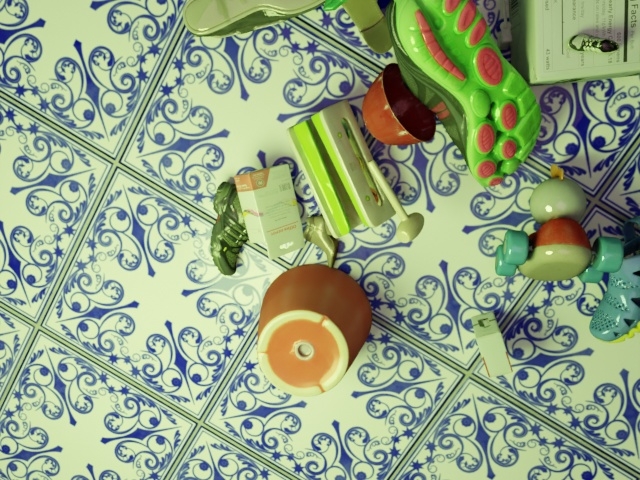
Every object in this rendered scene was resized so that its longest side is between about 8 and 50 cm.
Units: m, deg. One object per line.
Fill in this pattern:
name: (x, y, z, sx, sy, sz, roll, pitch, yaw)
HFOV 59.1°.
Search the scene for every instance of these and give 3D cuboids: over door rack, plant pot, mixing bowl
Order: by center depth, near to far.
over door rack: (0.264, -0.541, 1.148, 0.240, 0.108, 0.324, -5, 102, 9)
mixing bowl: (0.154, -0.272, 1.203, 0.098, 0.181, 0.181, -26, 99, 40)
plant pot: (-0.023, 0.209, 1.278, 0.275, 0.243, 0.275, 1, 102, 6)

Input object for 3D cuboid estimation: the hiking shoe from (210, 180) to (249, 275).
hiking shoe: (-0.193, -0.023, 1.327, 0.114, 0.086, 0.226, 5, 102, 9)

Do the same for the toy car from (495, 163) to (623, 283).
toy car: (0.504, -0.043, 1.215, 0.219, 0.210, 0.238, 5, 75, 10)

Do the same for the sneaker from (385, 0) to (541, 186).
sneaker: (0.287, -0.307, 1.130, 0.185, 0.202, 0.483, -36, 125, 4)

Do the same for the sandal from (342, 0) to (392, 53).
sandal: (0.085, -0.514, 1.194, 0.088, 0.079, 0.240, -24, 116, 15)

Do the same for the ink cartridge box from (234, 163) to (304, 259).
ink cartridge box: (-0.113, -0.065, 1.288, 0.067, 0.115, 0.198, 0, 105, 49)

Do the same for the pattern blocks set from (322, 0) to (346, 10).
pattern blocks set: (0.005, -0.618, 1.100, 0.285, 0.026, 0.324, -20, 89, 24)

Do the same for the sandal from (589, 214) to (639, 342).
sandal: (0.667, 0.071, 1.219, 0.138, 0.126, 0.317, 26, 95, -14)

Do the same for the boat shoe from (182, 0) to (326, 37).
boat shoe: (-0.132, -0.518, 1.219, 0.335, 0.095, 0.112, -14, 101, 4)

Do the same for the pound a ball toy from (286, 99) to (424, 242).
pound a ball toy: (0.092, -0.144, 1.224, 0.208, 0.136, 0.319, -17, 102, 46)

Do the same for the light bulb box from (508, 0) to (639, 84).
light bulb box: (0.559, -0.490, 1.062, 0.361, 0.225, 0.357, -4, 102, 7)

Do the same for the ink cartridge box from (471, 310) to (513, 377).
ink cartridge box: (0.389, 0.235, 1.289, 0.056, 0.135, 0.099, -18, 99, 13)

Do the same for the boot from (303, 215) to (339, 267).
boot: (0.000, 0.000, 1.336, 0.087, 0.042, 0.118, 13, 103, 10)

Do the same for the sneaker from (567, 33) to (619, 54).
sneaker: (0.471, -0.340, 0.973, 0.083, 0.037, 0.032, 8, 106, 6)
